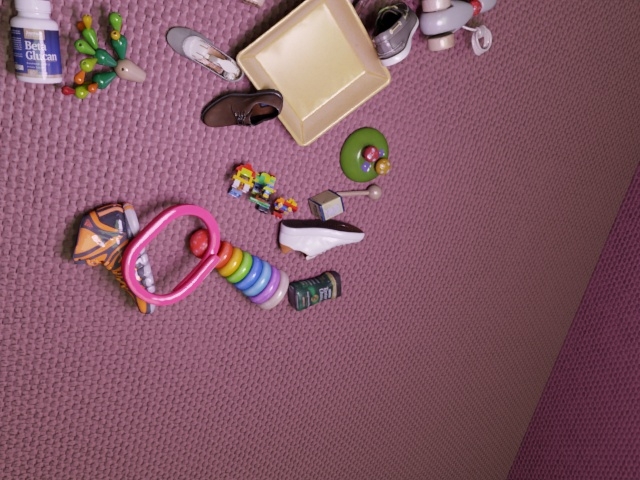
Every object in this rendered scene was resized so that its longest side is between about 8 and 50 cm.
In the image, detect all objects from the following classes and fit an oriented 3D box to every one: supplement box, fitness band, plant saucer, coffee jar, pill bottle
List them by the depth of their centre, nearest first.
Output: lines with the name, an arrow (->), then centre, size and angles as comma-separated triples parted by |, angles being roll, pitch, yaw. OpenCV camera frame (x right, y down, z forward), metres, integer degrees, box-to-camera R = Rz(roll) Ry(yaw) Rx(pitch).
pill bottle -> -0.623, -0.436, 1.164 | 0.094, 0.094, 0.170 | -7, 114, -28
fitness band -> -0.391, 0.035, 1.418 | 0.291, 0.054, 0.209 | -49, 120, -19
plant saucer -> -0.018, -0.486, 1.482 | 0.332, 0.081, 0.333 | -37, 126, 4
supplement box -> 0.018, -0.114, 1.700 | 0.083, 0.083, 0.056 | -27, 122, -19
coffee jar -> -0.014, 0.169, 1.810 | 0.184, 0.079, 0.096 | -17, 119, -25

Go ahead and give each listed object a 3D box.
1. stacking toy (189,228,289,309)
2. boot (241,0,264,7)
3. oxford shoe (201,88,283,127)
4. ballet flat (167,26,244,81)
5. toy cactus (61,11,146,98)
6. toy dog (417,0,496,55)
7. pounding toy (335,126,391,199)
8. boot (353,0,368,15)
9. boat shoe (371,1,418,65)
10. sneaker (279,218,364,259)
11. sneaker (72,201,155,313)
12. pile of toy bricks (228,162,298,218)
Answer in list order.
stacking toy -> -0.251, 0.076, 1.600 | 0.330, 0.141, 0.141 | 39, 89, -33
boot -> -0.224, -0.714, 1.305 | 0.248, 0.090, 0.207 | 10, 94, -32
oxford shoe -> -0.212, -0.343, 1.418 | 0.227, 0.096, 0.083 | -13, 133, 8
ballet flat -> -0.287, -0.477, 1.364 | 0.213, 0.068, 0.072 | 24, 97, -36
toy cactus -> -0.504, -0.421, 1.256 | 0.180, 0.112, 0.219 | 15, 101, -54
toy dog -> 0.395, -0.700, 1.652 | 0.333, 0.160, 0.220 | -13, 116, -42
pounding toy -> 0.161, -0.238, 1.714 | 0.182, 0.110, 0.237 | -2, 112, -30
boot -> 0.110, -0.666, 1.504 | 0.037, 0.106, 0.114 | 35, 91, 0
boat shoe -> 0.206, -0.605, 1.494 | 0.091, 0.109, 0.305 | 53, 36, -34
sneaker -> 0.000, 0.000, 1.737 | 0.289, 0.106, 0.123 | 2, 114, -20
sneaker -> -0.557, 0.064, 1.427 | 0.180, 0.124, 0.321 | -16, 108, -20
pile of toy bricks -> -0.166, -0.156, 1.575 | 0.212, 0.118, 0.105 | 25, 69, -20
